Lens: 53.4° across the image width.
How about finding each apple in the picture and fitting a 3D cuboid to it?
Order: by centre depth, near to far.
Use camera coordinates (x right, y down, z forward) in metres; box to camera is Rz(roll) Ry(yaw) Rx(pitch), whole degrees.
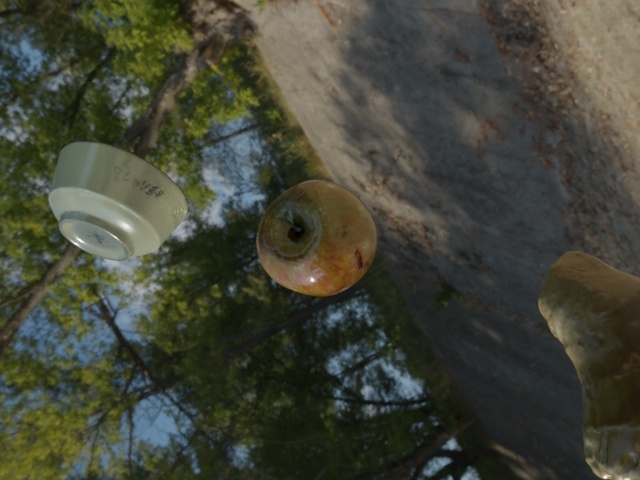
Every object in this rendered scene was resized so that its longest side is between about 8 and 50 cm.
[{"bbox_3d":[0.000,0.000,1.406,0.264,0.265,0.264,60,-172,-15],"label":"apple"}]

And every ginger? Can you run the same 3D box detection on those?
[{"bbox_3d":[0.208,0.083,0.437,0.068,0.096,0.190,81,-170,-51],"label":"ginger"}]

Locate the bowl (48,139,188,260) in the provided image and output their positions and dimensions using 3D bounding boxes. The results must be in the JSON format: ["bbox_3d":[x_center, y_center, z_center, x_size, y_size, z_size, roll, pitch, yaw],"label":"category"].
[{"bbox_3d":[-0.358,-0.050,1.086,0.237,0.238,0.126,54,-135,-45],"label":"bowl"}]
